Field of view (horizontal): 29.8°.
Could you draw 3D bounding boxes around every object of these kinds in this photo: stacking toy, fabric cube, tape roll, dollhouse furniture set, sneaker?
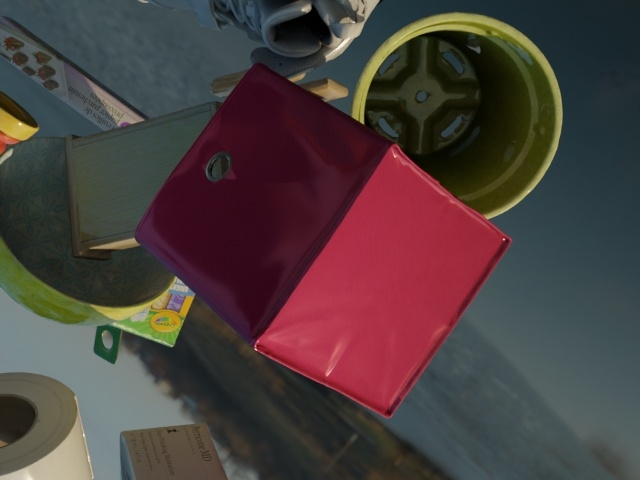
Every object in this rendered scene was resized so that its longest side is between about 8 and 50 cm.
[{"bbox_3d":[-0.620,-0.241,1.867,0.309,0.130,0.279,45,-172,38],"label":"stacking toy"},{"bbox_3d":[0.000,0.000,1.345,0.259,0.254,0.258,35,-178,-45],"label":"fabric cube"},{"bbox_3d":[-0.463,0.330,1.758,0.246,0.246,0.169,34,138,47],"label":"tape roll"},{"bbox_3d":[-0.139,-0.060,1.737,0.256,0.362,0.394,-11,170,28],"label":"dollhouse furniture set"},{"bbox_3d":[-0.097,-0.305,1.476,0.365,0.210,0.137,4,129,12],"label":"sneaker"}]

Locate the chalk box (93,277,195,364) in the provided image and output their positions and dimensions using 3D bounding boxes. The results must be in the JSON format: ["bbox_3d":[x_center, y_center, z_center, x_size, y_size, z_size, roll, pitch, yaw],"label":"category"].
[{"bbox_3d":[-0.335,0.068,2.090,0.179,0.289,0.180,27,174,-38],"label":"chalk box"}]

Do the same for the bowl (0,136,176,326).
[{"bbox_3d":[-0.357,0.016,1.668,0.289,0.156,0.289,26,-140,-24],"label":"bowl"}]

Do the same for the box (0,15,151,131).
[{"bbox_3d":[-0.460,-0.290,2.193,0.324,0.063,0.067,36,-171,-4],"label":"box"}]

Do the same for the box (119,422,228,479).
[{"bbox_3d":[-0.186,0.357,1.536,0.181,0.119,0.182,-129,39,-62],"label":"box"}]

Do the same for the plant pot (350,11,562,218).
[{"bbox_3d":[0.161,-0.184,1.650,0.276,0.276,0.254,43,-173,-15],"label":"plant pot"}]
